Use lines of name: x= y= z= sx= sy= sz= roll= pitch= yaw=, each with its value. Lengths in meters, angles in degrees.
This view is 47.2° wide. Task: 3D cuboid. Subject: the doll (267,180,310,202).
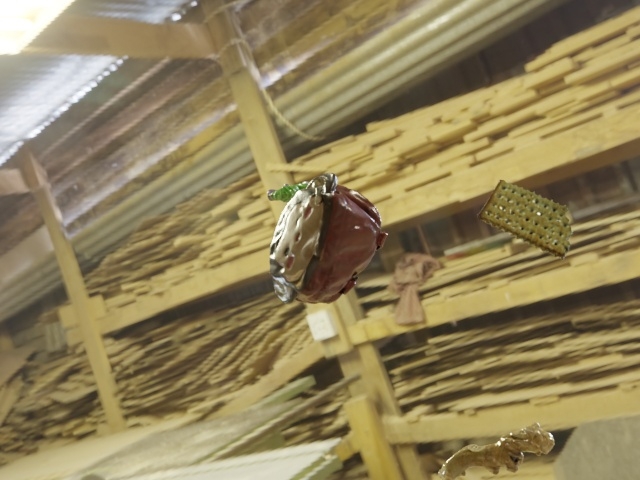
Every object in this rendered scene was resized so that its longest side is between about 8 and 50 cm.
doll: x=-0.067 y=-0.117 z=1.819 sx=0.115 sy=0.050 sz=0.190 roll=0 pitch=9 yaw=28

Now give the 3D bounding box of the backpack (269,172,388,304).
backpack: x=-0.002 y=-0.001 z=1.225 sx=0.138 sy=0.229 sz=0.229 roll=20 pitch=-24 yaw=-27

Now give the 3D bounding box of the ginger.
ginger: x=0.367 y=0.465 z=1.561 sx=0.288 sy=0.089 sz=0.075 roll=-33 pitch=-34 yaw=27

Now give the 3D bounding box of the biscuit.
biscuit: x=0.457 y=-0.052 z=1.596 sx=0.144 sy=0.203 sz=0.016 roll=-55 pitch=-18 yaw=-31
